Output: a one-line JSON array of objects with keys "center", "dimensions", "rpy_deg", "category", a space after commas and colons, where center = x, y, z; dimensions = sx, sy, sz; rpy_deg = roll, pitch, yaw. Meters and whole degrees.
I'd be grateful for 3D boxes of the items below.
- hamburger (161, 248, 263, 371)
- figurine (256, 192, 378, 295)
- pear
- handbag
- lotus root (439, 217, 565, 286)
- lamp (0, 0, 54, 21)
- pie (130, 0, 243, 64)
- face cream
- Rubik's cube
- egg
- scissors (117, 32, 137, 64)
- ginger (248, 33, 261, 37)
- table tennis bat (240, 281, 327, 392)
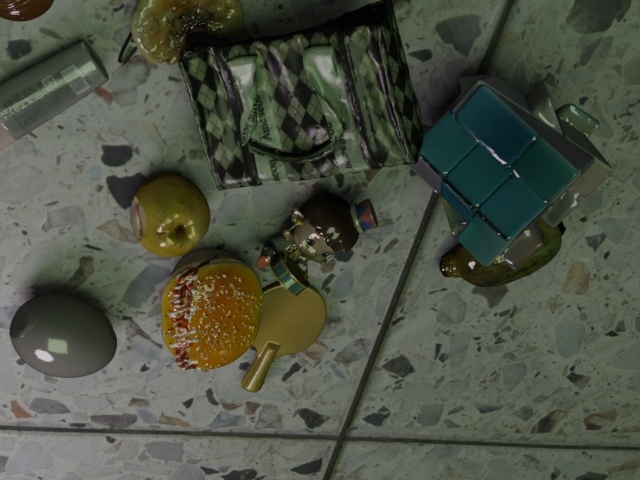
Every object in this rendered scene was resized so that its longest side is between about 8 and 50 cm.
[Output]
[{"center": [-0.243, 0.161, 2.071], "dimensions": [0.227, 0.151, 0.295], "rpy_deg": [-5, 120, -15], "category": "hamburger"}, {"center": [-0.003, -0.006, 2.030], "dimensions": [0.275, 0.158, 0.161], "rpy_deg": [-43, 133, 13], "category": "figurine"}, {"center": [-0.310, -0.047, 1.902], "dimensions": [0.178, 0.178, 0.178], "rpy_deg": [-8, 124, -12], "category": "pear"}, {"center": [-0.040, -0.269, 1.733], "dimensions": [0.416, 0.180, 0.316], "rpy_deg": [-8, 126, 17], "category": "handbag"}, {"center": [0.434, 0.024, 2.202], "dimensions": [0.309, 0.173, 0.173], "rpy_deg": [-27, 126, 10], "category": "lotus root"}, {"center": [-0.523, -0.445, 1.595], "dimensions": [0.136, 0.136, 0.136], "rpy_deg": [-8, 124, -12], "category": "lamp"}, {"center": [-0.251, -0.423, 1.731], "dimensions": [0.218, 0.052, 0.185], "rpy_deg": [-18, 133, -12], "category": "pie"}, {"center": [-0.536, -0.272, 1.740], "dimensions": [0.269, 0.073, 0.107], "rpy_deg": [-31, 121, 3], "category": "face cream"}, {"center": [0.369, -0.168, 1.925], "dimensions": [0.387, 0.368, 0.358], "rpy_deg": [47, 119, 9], "category": "Rubik's cube"}, {"center": [-0.545, 0.208, 1.987], "dimensions": [0.232, 0.176, 0.176], "rpy_deg": [26, 111, -32], "category": "egg"}, {"center": [-0.323, -0.424, 1.744], "dimensions": [0.088, 0.017, 0.220], "rpy_deg": [23, 113, -33], "category": "scissors"}, {"center": [-0.101, -0.309, 1.867], "dimensions": [0.193, 0.052, 0.176], "rpy_deg": [26, 106, -31], "category": "ginger"}, {"center": [-0.108, 0.235, 2.223], "dimensions": [0.198, 0.050, 0.321], "rpy_deg": [19, 112, -22], "category": "table tennis bat"}]
